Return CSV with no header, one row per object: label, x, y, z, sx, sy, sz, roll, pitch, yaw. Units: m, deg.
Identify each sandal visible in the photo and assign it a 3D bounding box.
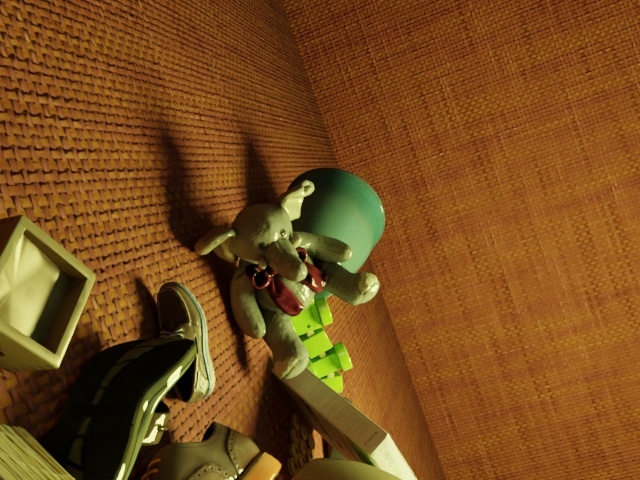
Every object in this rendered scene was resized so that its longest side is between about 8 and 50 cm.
sandal,-0.229,0.207,0.743,0.302,0.120,0.086,-70,157,-59

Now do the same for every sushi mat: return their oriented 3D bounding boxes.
sushi mat,-0.201,0.210,0.519,0.019,0.317,0.151,-56,146,-17

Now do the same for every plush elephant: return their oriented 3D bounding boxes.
plush elephant,-0.078,0.037,1.229,0.330,0.272,0.255,47,-13,25

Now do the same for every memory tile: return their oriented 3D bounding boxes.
memory tile,-0.038,0.441,1.355,0.148,0.012,0.113,-89,157,-55

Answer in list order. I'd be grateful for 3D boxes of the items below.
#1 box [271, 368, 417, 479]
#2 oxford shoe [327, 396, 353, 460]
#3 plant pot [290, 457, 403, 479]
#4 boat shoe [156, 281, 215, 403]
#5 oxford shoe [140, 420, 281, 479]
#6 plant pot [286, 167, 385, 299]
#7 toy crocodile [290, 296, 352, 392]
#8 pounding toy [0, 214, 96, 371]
box,0.052,0.381,1.310,0.322,0.058,0.232,30,-25,49
oxford shoe,0.048,0.481,1.536,0.076,0.076,0.212,125,-29,-56
plant pot,0.021,0.478,1.093,0.191,0.284,0.284,39,3,20
boat shoe,-0.204,0.151,0.969,0.066,0.066,0.183,-23,94,-75
oxford shoe,-0.182,0.333,0.785,0.133,0.130,0.364,40,17,10
plant pot,0.000,0.000,1.600,0.271,0.272,0.255,65,29,-26
toy crocodile,-0.017,0.222,1.519,0.105,0.115,0.340,-126,-166,-69
pounding toy,-0.318,0.040,0.647,0.141,0.100,0.130,54,36,-44
